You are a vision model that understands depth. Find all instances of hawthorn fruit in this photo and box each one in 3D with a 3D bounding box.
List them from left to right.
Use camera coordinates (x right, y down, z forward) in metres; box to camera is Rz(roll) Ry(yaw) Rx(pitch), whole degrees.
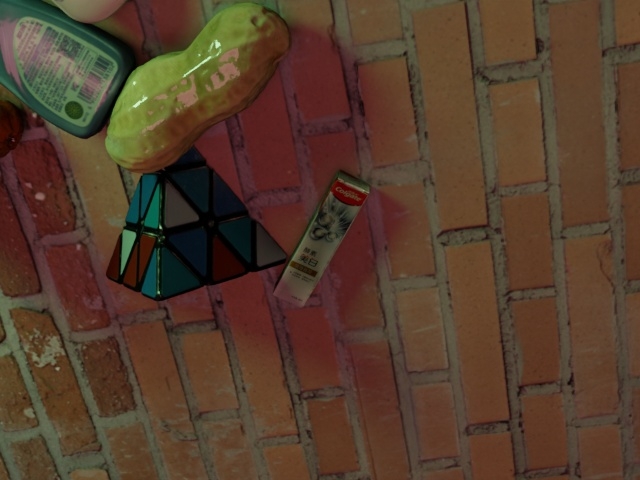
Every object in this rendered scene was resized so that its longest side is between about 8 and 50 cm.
[{"bbox_3d":[-0.462,-0.160,1.381,0.093,0.093,0.093,1,118,2],"label":"hawthorn fruit"}]

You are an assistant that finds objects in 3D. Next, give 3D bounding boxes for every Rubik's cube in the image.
[{"bbox_3d":[-0.246,0.038,1.429,0.234,0.250,0.284,-23,121,35],"label":"Rubik's cube"}]

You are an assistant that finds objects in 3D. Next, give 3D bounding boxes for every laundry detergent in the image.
[{"bbox_3d":[-0.397,-0.262,1.317,0.289,0.094,0.143,31,110,-9],"label":"laundry detergent"}]

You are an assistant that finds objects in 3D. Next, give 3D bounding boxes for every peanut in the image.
[{"bbox_3d":[-0.163,-0.201,1.304,0.290,0.130,0.130,-34,111,7],"label":"peanut"}]

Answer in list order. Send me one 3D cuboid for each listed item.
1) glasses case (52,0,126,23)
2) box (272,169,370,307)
[{"bbox_3d":[-0.360,-0.399,1.239,0.297,0.075,0.113,43,92,-16],"label":"glasses case"},{"bbox_3d":[0.000,0.000,1.457,0.055,0.039,0.218,25,116,-9],"label":"box"}]
